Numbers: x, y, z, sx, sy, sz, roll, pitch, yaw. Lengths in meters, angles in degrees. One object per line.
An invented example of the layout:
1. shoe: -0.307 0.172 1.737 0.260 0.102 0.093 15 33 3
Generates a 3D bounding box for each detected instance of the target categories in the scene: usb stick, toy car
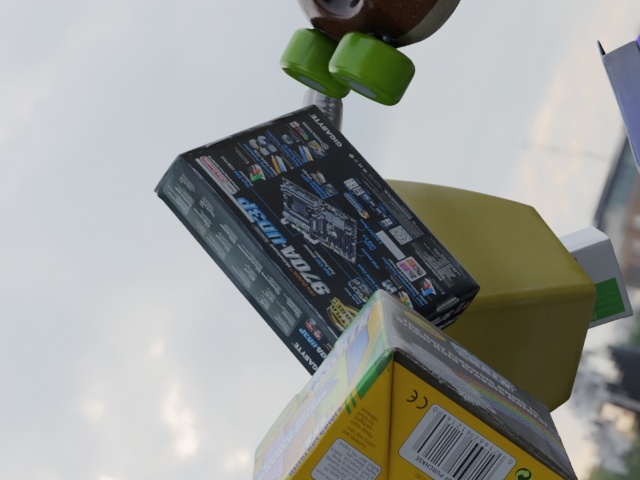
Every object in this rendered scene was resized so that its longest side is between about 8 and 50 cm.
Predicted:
1. usb stick: -0.003 -0.082 1.877 0.278 0.045 0.077 -84 -10 -68
2. toy car: -0.009 -0.197 1.193 0.155 0.188 0.149 -63 26 -5

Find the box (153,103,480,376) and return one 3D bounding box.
1. box: 0.000 0.000 1.535 0.175 0.220 0.051 -26 -22 -47

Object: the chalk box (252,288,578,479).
1. chalk box: 0.048 0.124 1.079 0.132 0.132 0.213 -53 5 7

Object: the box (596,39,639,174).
1. box: 0.270 -0.064 1.476 0.136 0.036 0.225 56 -165 -29

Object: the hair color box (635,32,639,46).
1. hair color box: 0.521 -0.139 2.116 0.110 0.338 0.185 -59 22 8

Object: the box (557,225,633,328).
1. box: 0.253 0.045 1.948 0.102 0.101 0.087 -104 -4 -83

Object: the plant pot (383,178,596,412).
1. plant pot: 0.136 0.070 1.795 0.212 0.187 0.212 -123 32 -46
